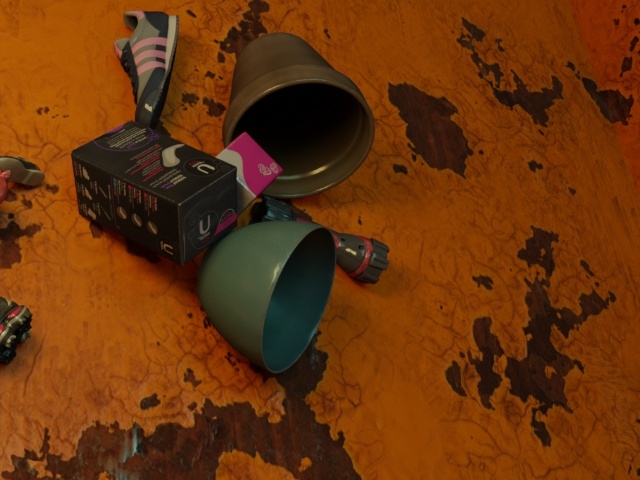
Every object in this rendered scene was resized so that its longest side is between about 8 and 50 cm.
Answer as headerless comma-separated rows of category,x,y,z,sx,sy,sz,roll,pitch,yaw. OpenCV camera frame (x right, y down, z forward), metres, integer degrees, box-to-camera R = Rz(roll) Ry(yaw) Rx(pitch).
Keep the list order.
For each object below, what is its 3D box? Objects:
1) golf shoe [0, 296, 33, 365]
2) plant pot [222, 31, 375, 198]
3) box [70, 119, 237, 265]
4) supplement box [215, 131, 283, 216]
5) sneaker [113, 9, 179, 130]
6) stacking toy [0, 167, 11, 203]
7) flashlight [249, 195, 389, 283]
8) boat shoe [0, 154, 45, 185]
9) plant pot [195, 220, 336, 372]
golf shoe,-0.579,0.192,1.450,0.120,0.105,0.272,28,42,3
plant pot,-0.070,-0.299,1.989,0.323,0.323,0.280,13,40,-29
box,-0.307,-0.093,1.691,0.270,0.143,0.165,25,42,26
supplement box,-0.191,-0.098,1.803,0.114,0.220,0.111,44,47,-3
sneaker,-0.383,-0.364,1.933,0.131,0.112,0.318,10,53,-10
stacking toy,-0.680,-0.088,1.471,0.279,0.130,0.309,53,46,-19
flashlight,0.000,0.000,1.959,0.304,0.103,0.103,23,54,-23
boat shoe,-0.557,-0.133,1.655,0.043,0.049,0.137,46,9,18
plant pot,-0.121,0.084,1.737,0.196,0.290,0.290,18,43,21
